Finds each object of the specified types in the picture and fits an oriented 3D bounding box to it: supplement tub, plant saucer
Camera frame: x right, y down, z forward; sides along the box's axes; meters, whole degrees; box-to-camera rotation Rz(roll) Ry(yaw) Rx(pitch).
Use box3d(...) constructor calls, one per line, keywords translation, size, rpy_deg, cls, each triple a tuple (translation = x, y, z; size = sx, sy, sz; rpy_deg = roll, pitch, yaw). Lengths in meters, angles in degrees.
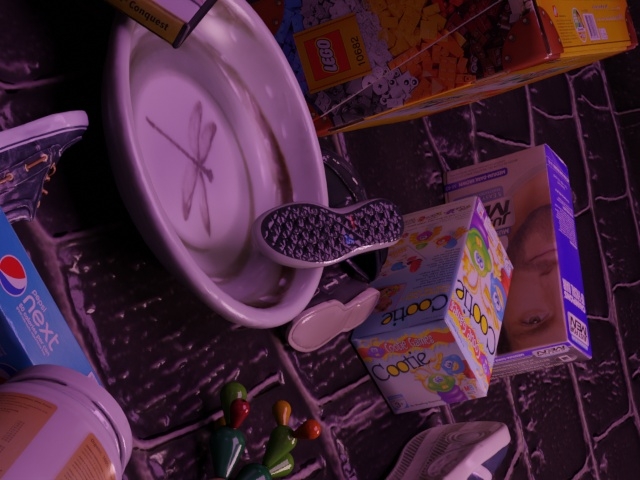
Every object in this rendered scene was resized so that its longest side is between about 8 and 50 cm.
box3d(translation=(-0.240, 0.200, 1.043), size=(0.144, 0.144, 0.200), rpy_deg=(64, 28, -19), cls="supplement tub")
box3d(translation=(-0.129, -0.093, 1.465), size=(0.400, 0.100, 0.401), rpy_deg=(40, 42, -49), cls="plant saucer")

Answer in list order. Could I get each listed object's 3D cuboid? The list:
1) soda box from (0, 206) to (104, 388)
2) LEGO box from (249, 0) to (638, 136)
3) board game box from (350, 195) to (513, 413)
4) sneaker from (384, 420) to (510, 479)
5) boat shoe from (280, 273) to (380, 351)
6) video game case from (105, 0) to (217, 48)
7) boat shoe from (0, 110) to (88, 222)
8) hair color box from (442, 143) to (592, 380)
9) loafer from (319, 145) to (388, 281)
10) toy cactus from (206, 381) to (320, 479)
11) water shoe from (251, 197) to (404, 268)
box3d(translation=(-0.268, 0.068, 1.141), size=(0.210, 0.071, 0.067), rpy_deg=(65, 27, -19), cls="soda box")
box3d(translation=(0.189, -0.295, 1.886), size=(0.500, 0.372, 0.193), rpy_deg=(-20, 94, -64), cls="LEGO box")
box3d(translation=(0.161, 0.086, 1.881), size=(0.142, 0.144, 0.275), rpy_deg=(60, 30, -27), cls="board game box")
box3d(translation=(0.163, 0.352, 1.782), size=(0.350, 0.131, 0.148), rpy_deg=(-30, 110, -57), cls="sneaker")
box3d(translation=(-0.001, 0.084, 1.688), size=(0.065, 0.075, 0.206), rpy_deg=(36, 25, 21), cls="boat shoe")
box3d(translation=(-0.198, -0.333, 1.392), size=(0.248, 0.035, 0.275), rpy_deg=(33, 37, -5), cls="video game case")
box3d(translation=(-0.268, -0.062, 1.228), size=(0.183, 0.065, 0.083), rpy_deg=(-30, 104, -56), cls="boat shoe")
box3d(translation=(0.306, 0.035, 2.144), size=(0.110, 0.185, 0.339), rpy_deg=(32, 48, -53), cls="hair color box")
box3d(translation=(0.029, -0.034, 1.765), size=(0.078, 0.076, 0.223), rpy_deg=(-89, 154, -44), cls="loafer")
box3d(translation=(-0.074, 0.261, 1.402), size=(0.180, 0.112, 0.219), rpy_deg=(-18, 101, -54), cls="toy cactus")
box3d(translation=(0.000, 0.000, 1.482), size=(0.203, 0.080, 0.073), rpy_deg=(-5, 76, -38), cls="water shoe")
